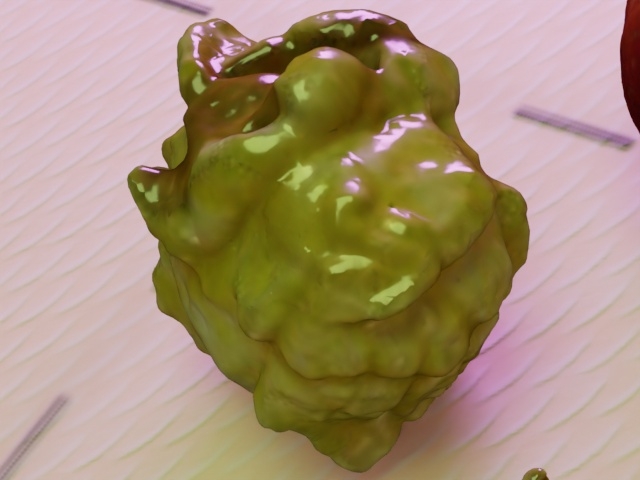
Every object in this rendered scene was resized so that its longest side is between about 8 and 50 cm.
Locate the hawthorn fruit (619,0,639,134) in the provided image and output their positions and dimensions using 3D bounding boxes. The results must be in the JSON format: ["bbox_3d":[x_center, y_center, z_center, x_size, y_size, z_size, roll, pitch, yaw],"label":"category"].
[{"bbox_3d":[0.257,-0.106,0.975,0.185,0.185,0.202,25,79,33],"label":"hawthorn fruit"}]

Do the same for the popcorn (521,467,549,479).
[{"bbox_3d":[0.119,0.161,0.874,0.083,0.057,0.082,-36,51,-15],"label":"popcorn"}]

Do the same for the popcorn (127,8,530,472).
[{"bbox_3d":[0.000,0.000,0.938,0.195,0.255,0.256,-20,19,-18],"label":"popcorn"}]
